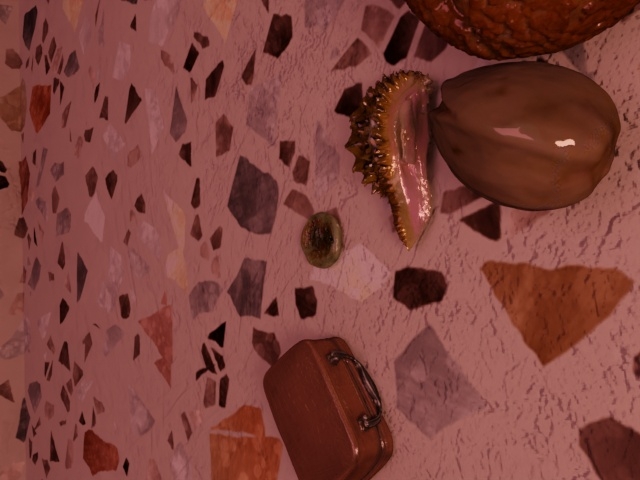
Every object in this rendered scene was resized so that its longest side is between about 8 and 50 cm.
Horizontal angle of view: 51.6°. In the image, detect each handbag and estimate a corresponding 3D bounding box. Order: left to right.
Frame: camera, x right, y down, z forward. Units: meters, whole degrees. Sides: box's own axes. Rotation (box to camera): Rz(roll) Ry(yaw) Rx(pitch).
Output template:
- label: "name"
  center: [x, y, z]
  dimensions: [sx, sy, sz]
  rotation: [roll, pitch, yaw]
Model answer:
- label: "handbag"
  center: [0.008, 0.226, 0.871]
  dimensions: [0.151, 0.072, 0.194]
  rotation: [-53, 49, 34]

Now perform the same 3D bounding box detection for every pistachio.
- label: "pistachio"
  center: [0.184, -0.105, 0.636]
  dimensions: [0.138, 0.153, 0.238]
  rotation: [-64, 16, 12]

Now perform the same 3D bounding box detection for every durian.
- label: "durian"
  center: [0.079, -0.098, 0.798]
  dimensions: [0.140, 0.078, 0.225]
  rotation: [-21, 71, 47]

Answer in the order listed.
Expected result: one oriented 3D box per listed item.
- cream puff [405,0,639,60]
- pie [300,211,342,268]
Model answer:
- label: "cream puff"
  center: [0.177, -0.314, 0.598]
  dimensions: [0.302, 0.212, 0.304]
  rotation: [-4, 85, 45]
- label: "pie"
  center: [0.000, 0.000, 0.932]
  dimensions: [0.085, 0.017, 0.085]
  rotation: [-5, 83, 49]
